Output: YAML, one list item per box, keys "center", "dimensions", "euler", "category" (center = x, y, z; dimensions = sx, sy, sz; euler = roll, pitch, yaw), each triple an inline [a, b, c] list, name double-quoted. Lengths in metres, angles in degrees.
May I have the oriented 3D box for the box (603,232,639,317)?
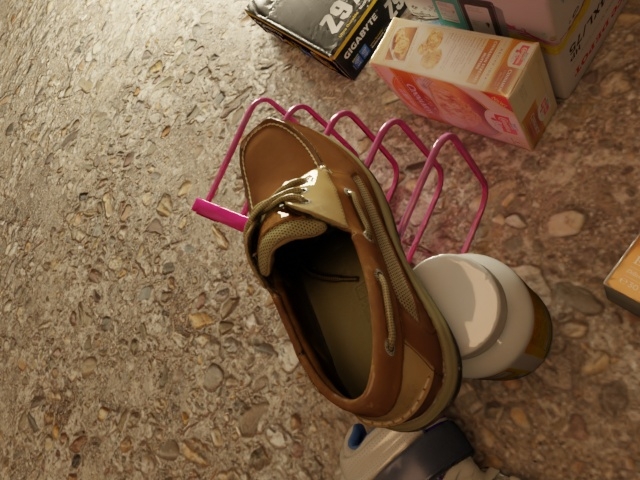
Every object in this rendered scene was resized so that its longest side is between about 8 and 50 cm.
- center: [0.370, 0.012, 0.437]
  dimensions: [0.130, 0.091, 0.170]
  euler: [36, 97, 35]
  category: "box"

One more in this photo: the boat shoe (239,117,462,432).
- center: [0.000, 0.000, 0.408]
  dimensions: [0.122, 0.120, 0.324]
  euler: [-43, 55, 17]
  category: "boat shoe"

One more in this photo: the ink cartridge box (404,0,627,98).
- center: [0.217, -0.327, 0.529]
  dimensions: [0.197, 0.270, 0.198]
  euler: [33, 95, 34]
  category: "ink cartridge box"

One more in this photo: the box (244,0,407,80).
- center: [0.051, -0.458, 0.796]
  dimensions: [0.257, 0.079, 0.322]
  euler: [43, 100, 32]
  category: "box"

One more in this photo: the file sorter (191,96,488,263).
- center: [0.033, -0.051, 0.607]
  dimensions: [0.291, 0.202, 0.182]
  euler: [21, 86, 36]
  category: "file sorter"

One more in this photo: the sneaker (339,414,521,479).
- center: [0.157, 0.246, 0.478]
  dimensions: [0.323, 0.130, 0.236]
  euler: [-27, 67, 30]
  category: "sneaker"

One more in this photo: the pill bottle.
- center: [0.157, 0.079, 0.482]
  dimensions: [0.118, 0.208, 0.117]
  euler: [-10, 71, 30]
  category: "pill bottle"

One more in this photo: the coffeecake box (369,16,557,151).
- center: [0.176, -0.191, 0.592]
  dimensions: [0.186, 0.142, 0.068]
  euler: [30, 93, 36]
  category: "coffeecake box"
